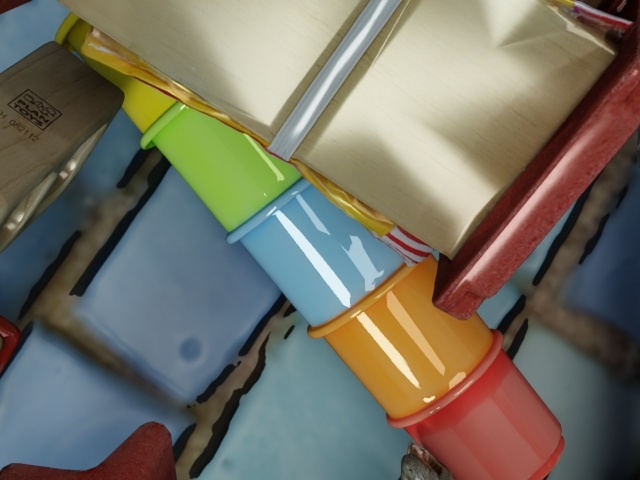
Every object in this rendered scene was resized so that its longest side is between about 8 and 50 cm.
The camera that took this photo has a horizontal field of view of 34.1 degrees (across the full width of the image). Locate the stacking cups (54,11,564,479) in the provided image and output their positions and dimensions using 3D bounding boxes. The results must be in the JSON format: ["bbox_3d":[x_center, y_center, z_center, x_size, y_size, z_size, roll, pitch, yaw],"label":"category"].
[{"bbox_3d":[0.000,0.000,0.528,0.096,0.096,0.316,-38,98,-13],"label":"stacking cups"}]

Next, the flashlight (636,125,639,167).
[{"bbox_3d":[0.211,0.056,0.533,0.103,0.103,0.304,1,74,13],"label":"flashlight"}]

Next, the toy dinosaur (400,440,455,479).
[{"bbox_3d":[0.057,0.244,0.420,0.127,0.200,0.295,13,85,12],"label":"toy dinosaur"}]

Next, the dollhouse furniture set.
[{"bbox_3d":[-0.060,-0.005,0.429,0.201,0.152,0.374,34,119,-5],"label":"dollhouse furniture set"}]
